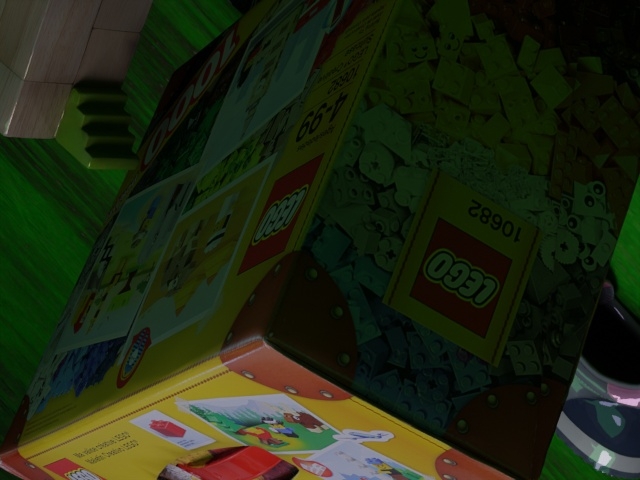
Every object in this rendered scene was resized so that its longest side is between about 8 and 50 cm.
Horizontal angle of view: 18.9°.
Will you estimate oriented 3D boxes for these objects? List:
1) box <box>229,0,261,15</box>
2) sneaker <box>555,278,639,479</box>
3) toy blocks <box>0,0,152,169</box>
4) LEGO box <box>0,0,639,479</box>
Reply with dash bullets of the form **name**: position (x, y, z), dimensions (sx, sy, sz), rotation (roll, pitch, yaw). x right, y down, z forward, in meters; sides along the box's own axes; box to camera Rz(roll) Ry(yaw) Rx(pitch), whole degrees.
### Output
- **box**: position (-0.014, -0.245, 1.459), dimensions (0.216, 0.060, 0.270), rotation (43, 157, 9)
- **sneaker**: position (0.181, 0.052, 1.600), dimensions (0.319, 0.112, 0.131), rotation (38, 135, 19)
- **toy blocks**: position (-0.245, -0.261, 1.518), dimensions (0.381, 0.191, 0.261), rotation (39, 117, 37)
- **LEGO box**: position (0.000, 0.000, 1.332), dimensions (0.193, 0.372, 0.500), rotation (30, 155, -17)
